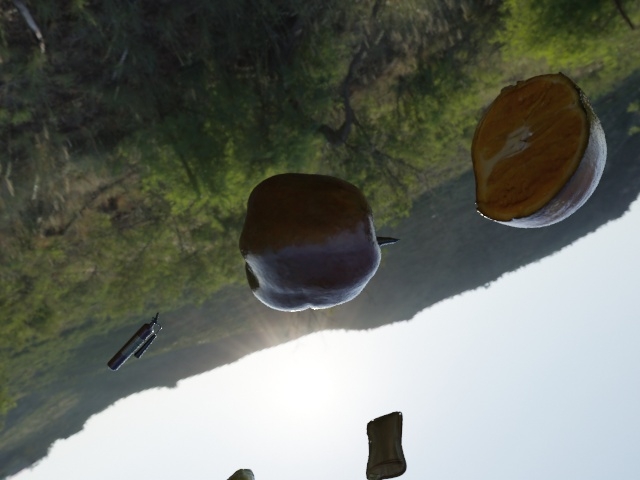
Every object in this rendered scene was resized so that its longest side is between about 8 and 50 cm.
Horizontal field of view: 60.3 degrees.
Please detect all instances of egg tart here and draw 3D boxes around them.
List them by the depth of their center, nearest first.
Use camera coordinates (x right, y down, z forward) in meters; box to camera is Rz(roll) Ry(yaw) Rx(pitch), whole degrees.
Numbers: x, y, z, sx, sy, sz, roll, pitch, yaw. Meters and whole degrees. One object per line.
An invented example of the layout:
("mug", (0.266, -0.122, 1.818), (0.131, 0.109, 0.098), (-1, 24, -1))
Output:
("egg tart", (-0.184, 0.559, 1.231), (0.105, 0.105, 0.039), (-28, -141, -33))

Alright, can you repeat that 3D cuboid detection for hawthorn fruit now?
("hawthorn fruit", (0.000, 0.000, 1.060), (0.301, 0.267, 0.268), (-3, -174, 12))

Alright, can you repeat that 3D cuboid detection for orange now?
("orange", (0.411, -0.164, 1.060), (0.274, 0.274, 0.310), (-27, -169, 35))

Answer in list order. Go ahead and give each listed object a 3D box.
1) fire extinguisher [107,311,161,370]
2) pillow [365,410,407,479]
("fire extinguisher", (-0.444, 0.252, 1.339), (0.173, 0.049, 0.035), (-46, 170, 4))
("pillow", (0.193, 0.612, 1.648), (0.131, 0.038, 0.232), (-24, -153, 19))
